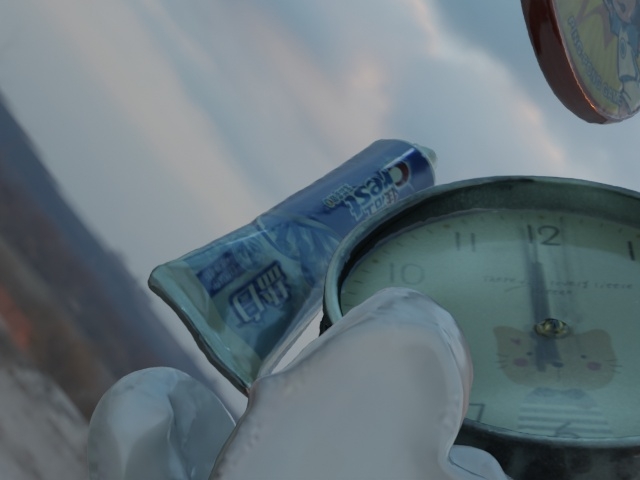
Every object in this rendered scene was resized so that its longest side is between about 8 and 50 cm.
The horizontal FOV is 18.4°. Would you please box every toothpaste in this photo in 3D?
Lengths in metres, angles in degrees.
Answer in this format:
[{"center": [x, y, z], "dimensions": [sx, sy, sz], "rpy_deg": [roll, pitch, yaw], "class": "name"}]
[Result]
[{"center": [0.000, -0.001, 1.036], "dimensions": [0.047, 0.268, 0.069], "rpy_deg": [-2, -70, 30], "class": "toothpaste"}]

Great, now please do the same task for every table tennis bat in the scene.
[{"center": [0.163, -0.222, 1.171], "dimensions": [0.038, 0.310, 0.200], "rpy_deg": [-1, -6, 31], "class": "table tennis bat"}]

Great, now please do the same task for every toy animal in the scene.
[{"center": [0.001, 0.169, 0.786], "dimensions": [0.271, 0.206, 0.265], "rpy_deg": [55, -20, 4], "class": "toy animal"}]

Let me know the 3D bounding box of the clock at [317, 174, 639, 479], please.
[{"center": [0.111, 0.043, 0.919], "dimensions": [0.226, 0.226, 0.049], "rpy_deg": [46, -38, 44], "class": "clock"}]
